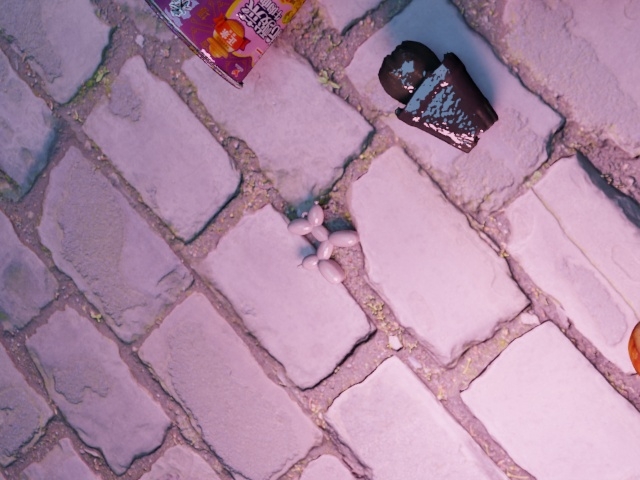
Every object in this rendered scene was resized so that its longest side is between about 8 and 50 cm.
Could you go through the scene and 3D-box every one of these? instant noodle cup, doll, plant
[{"bbox_3d":[-0.187,-0.522,1.668,0.266,0.340,0.340,-43,81,9],"label":"instant noodle cup"},{"bbox_3d":[0.000,0.000,1.784,0.160,0.059,0.161,23,105,15],"label":"doll"},{"bbox_3d":[0.232,-0.290,1.617,0.256,0.142,0.164,43,110,-1],"label":"plant"}]

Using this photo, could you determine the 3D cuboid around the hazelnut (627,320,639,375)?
[{"bbox_3d":[0.662,0.209,1.531,0.150,0.150,0.150,3,98,20],"label":"hazelnut"}]
